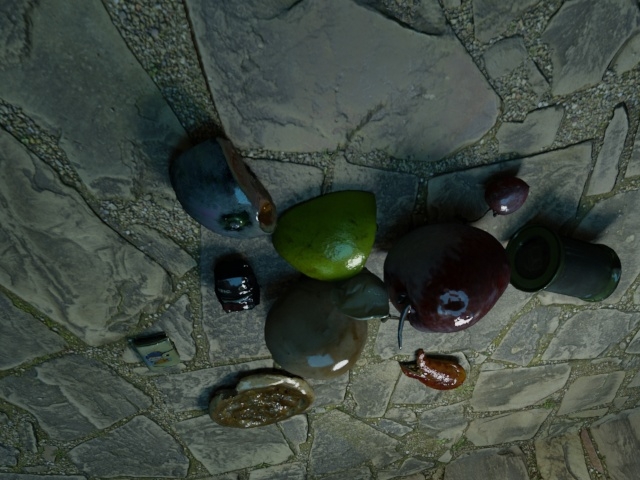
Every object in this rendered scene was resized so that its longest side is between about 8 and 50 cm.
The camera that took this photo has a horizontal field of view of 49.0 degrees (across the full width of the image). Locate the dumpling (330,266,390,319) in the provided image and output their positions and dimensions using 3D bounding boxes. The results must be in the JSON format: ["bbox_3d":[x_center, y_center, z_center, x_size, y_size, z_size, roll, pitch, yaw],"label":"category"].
[{"bbox_3d":[0.103,0.148,1.865,0.154,0.181,0.111,-12,104,-5],"label":"dumpling"}]

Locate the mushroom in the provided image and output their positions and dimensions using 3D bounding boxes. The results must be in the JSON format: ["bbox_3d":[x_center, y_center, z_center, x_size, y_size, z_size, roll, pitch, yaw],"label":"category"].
[{"bbox_3d":[-0.016,0.261,2.002,0.292,0.293,0.290,-7,166,-11],"label":"mushroom"}]

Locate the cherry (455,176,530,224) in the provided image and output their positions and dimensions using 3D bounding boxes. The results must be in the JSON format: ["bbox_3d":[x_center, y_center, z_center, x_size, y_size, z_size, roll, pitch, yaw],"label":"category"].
[{"bbox_3d":[0.447,-0.097,1.842,0.225,0.090,0.107,-30,157,32],"label":"cherry"}]

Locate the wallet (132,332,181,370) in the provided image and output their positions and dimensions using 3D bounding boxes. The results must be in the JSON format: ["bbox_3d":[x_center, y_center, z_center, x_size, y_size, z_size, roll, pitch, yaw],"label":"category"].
[{"bbox_3d":[-0.487,0.337,2.103,0.110,0.039,0.155,-12,144,-2],"label":"wallet"}]

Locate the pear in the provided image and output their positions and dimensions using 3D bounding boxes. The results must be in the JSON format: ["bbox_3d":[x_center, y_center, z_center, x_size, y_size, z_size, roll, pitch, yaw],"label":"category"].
[{"bbox_3d":[-0.001,0.005,1.785,0.239,0.139,0.288,11,135,-18],"label":"pear"}]

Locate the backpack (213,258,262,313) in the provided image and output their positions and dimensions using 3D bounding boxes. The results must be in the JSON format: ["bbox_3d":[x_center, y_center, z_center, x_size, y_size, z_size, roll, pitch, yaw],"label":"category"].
[{"bbox_3d":[-0.227,0.124,1.867,0.119,0.106,0.165,-13,146,4],"label":"backpack"}]

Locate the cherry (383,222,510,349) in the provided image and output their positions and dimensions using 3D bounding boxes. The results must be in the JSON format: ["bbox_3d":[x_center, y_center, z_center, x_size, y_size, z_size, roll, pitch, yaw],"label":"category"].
[{"bbox_3d":[0.331,0.093,1.875,0.326,0.335,0.292,-1,115,42],"label":"cherry"}]

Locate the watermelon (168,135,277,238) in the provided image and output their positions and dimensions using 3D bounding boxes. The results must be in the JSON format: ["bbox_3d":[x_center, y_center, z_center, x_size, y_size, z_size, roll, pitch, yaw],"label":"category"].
[{"bbox_3d":[-0.221,-0.077,1.556,0.188,0.175,0.322,-25,141,12],"label":"watermelon"}]

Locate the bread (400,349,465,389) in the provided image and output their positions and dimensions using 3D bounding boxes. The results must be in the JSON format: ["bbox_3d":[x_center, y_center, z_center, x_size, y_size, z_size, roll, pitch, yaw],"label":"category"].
[{"bbox_3d":[0.418,0.484,2.564,0.268,0.095,0.139,21,123,-33],"label":"bread"}]

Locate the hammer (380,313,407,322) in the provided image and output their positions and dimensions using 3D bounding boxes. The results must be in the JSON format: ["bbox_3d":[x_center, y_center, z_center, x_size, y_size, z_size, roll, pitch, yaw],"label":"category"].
[{"bbox_3d":[0.245,0.254,2.275,0.110,0.019,0.035,10,137,-37],"label":"hammer"}]

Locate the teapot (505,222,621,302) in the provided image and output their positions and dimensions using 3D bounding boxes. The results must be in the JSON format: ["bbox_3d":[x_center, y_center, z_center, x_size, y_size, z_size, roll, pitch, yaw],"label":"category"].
[{"bbox_3d":[0.710,0.082,2.092,0.336,0.201,0.270,12,161,-34],"label":"teapot"}]

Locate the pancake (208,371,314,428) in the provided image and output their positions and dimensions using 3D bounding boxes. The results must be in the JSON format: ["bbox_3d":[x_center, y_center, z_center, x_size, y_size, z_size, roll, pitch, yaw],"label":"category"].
[{"bbox_3d":[-0.215,0.569,2.470,0.381,0.071,0.382,-10,143,-8],"label":"pancake"}]
